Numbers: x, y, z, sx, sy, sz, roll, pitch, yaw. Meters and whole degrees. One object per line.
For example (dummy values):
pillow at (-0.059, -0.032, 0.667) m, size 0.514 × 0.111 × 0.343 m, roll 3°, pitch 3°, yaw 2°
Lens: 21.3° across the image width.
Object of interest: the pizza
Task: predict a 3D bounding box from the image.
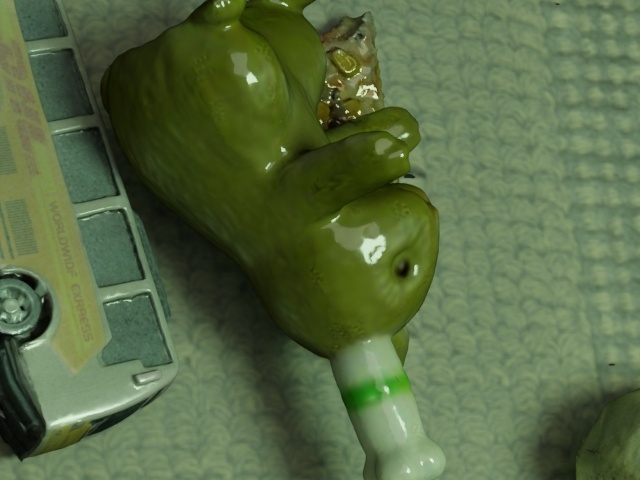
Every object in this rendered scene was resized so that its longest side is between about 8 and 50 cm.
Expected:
pizza at (0.011, -0.096, 1.304) m, size 0.185 × 0.052 × 0.195 m, roll 22°, pitch 68°, yaw -12°

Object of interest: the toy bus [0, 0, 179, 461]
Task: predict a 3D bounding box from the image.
toy bus at (-0.206, -0.025, 1.187) m, size 0.138 × 0.097 × 0.343 m, roll -13°, pitch 74°, yaw -29°

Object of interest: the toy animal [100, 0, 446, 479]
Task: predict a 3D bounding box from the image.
toy animal at (0.009, -0.017, 1.175) m, size 0.180 × 0.181 × 0.363 m, roll -39°, pitch 93°, yaw 17°

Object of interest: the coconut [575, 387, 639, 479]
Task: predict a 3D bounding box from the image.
coconut at (0.278, 0.175, 1.242) m, size 0.162 × 0.161 × 0.161 m, roll -17°, pitch 78°, yaw -24°
